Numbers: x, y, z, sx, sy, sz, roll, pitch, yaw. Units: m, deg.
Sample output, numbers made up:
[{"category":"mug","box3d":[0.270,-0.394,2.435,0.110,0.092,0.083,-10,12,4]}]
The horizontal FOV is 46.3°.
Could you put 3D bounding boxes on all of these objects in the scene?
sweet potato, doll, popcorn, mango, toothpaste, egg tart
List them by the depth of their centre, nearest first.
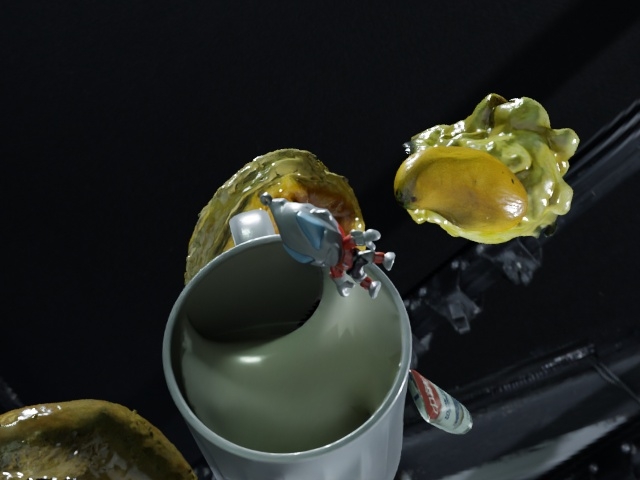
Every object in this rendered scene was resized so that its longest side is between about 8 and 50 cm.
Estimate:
[{"category":"doll","box3d":[-0.001,0.001,0.559,0.114,0.039,0.057,32,-27,9]},{"category":"sweet potato","box3d":[-0.207,0.221,0.736,0.310,0.124,0.098,33,-61,-20]},{"category":"mango","box3d":[0.164,-0.060,0.862,0.190,0.098,0.075,10,-21,-26]},{"category":"toothpaste","box3d":[0.143,0.201,0.894,0.039,0.062,0.239,-26,-27,11]},{"category":"egg tart","box3d":[-0.077,0.032,1.084,0.150,0.352,0.352,19,-56,41]},{"category":"popcorn","box3d":[0.252,-0.098,1.135,0.252,0.286,0.215,-32,-70,-10]}]

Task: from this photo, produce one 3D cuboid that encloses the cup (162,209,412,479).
[{"category":"cup","box3d":[-0.037,0.143,0.846,0.237,0.323,0.327,-16,-31,-6]}]
